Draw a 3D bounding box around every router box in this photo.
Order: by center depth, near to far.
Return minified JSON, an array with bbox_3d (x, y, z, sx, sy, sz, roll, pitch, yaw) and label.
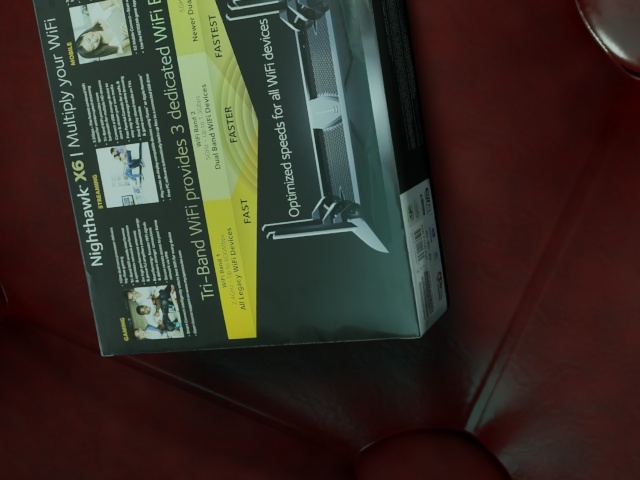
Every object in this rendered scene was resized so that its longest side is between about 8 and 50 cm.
[{"bbox_3d":[-0.056,-0.082,0.797,0.242,0.081,0.309,-5,100,22],"label":"router box"}]
